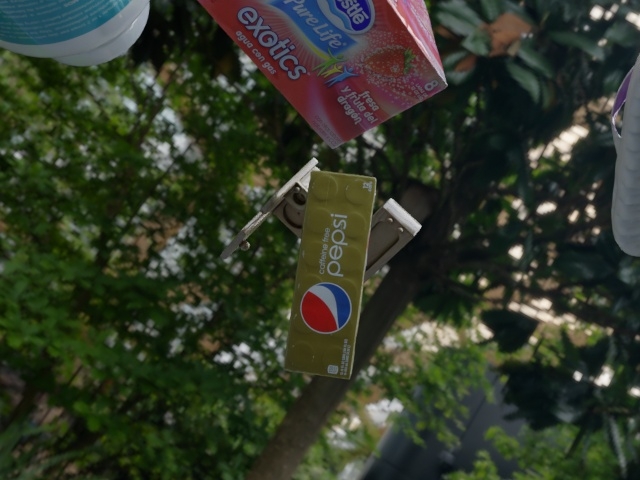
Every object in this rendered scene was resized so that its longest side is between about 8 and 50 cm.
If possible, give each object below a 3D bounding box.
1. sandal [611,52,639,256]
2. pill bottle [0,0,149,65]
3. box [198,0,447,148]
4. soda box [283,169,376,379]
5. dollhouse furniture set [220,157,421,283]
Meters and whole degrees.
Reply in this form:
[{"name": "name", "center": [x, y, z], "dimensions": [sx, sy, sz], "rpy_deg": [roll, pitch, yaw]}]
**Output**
[{"name": "sandal", "center": [0.343, -0.130, 0.860], "dimensions": [0.169, 0.102, 0.416], "rpy_deg": [-3, -36, -4]}, {"name": "pill bottle", "center": [-0.181, -0.206, 0.561], "dimensions": [0.146, 0.146, 0.264], "rpy_deg": [30, -13, 13]}, {"name": "box", "center": [-0.016, -0.254, 0.898], "dimensions": [0.142, 0.154, 0.300], "rpy_deg": [-27, -47, 21]}, {"name": "soda box", "center": [0.010, 0.031, 0.848], "dimensions": [0.061, 0.181, 0.058], "rpy_deg": [7, -5, 4]}, {"name": "dollhouse furniture set", "center": [0.000, 0.000, 1.089], "dimensions": [0.151, 0.123, 0.144], "rpy_deg": [43, -47, -1]}]
